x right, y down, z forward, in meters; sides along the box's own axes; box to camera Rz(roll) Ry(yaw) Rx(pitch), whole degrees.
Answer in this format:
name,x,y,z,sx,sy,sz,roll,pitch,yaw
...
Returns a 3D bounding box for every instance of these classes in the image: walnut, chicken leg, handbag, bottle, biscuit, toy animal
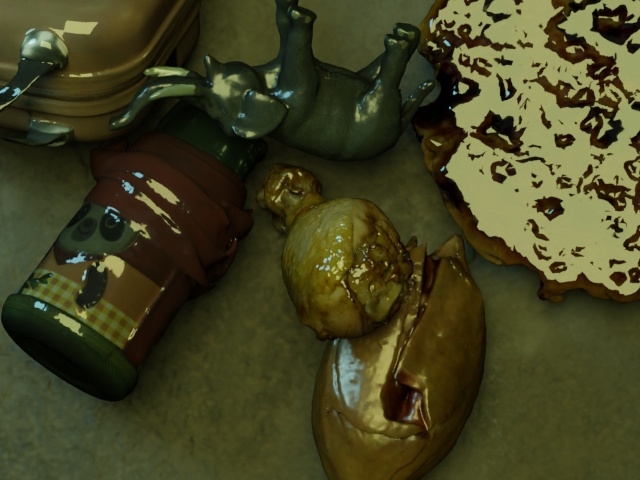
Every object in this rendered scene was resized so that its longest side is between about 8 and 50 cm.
name,x,y,z,sx,sy,sz,roll,pitch,yaw
walnut,0.069,0.105,1.631,0.137,0.137,0.245,18,72,10
chicken leg,-0.001,-0.003,1.620,0.107,0.251,0.087,-42,120,2
handbag,-0.271,-0.185,1.671,0.301,0.149,0.283,12,44,8
bottle,-0.152,-0.006,1.670,0.156,0.143,0.271,33,71,0
biscuit,0.228,-0.103,1.678,0.289,0.081,0.334,-35,77,3
toy animal,-0.032,-0.137,1.622,0.269,0.082,0.137,6,115,-17
